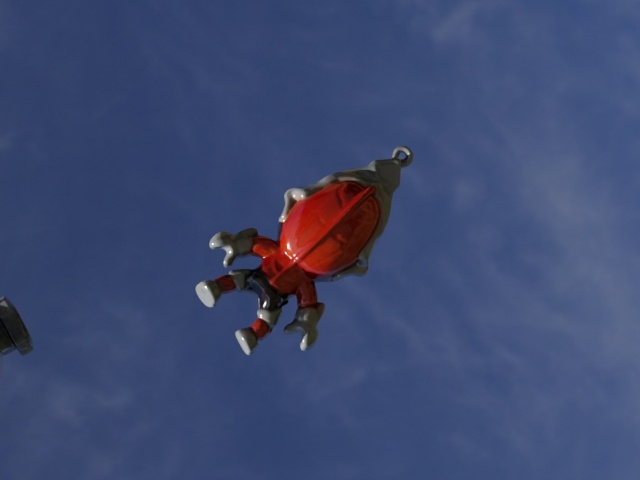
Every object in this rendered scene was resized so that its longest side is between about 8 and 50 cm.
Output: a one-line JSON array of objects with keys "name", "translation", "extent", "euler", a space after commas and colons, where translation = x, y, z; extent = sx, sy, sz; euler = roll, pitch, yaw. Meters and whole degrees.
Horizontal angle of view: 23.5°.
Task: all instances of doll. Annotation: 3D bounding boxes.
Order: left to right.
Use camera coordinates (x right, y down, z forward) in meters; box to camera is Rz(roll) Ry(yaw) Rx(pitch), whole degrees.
[{"name": "doll", "translation": [0.000, 0.000, 0.673], "extent": [0.114, 0.057, 0.039], "euler": [-42, -27, -12]}]

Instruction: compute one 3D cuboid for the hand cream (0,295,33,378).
[{"name": "hand cream", "translation": [-0.330, 0.121, 1.059], "extent": [0.276, 0.095, 0.059], "euler": [-27, -49, -7]}]
